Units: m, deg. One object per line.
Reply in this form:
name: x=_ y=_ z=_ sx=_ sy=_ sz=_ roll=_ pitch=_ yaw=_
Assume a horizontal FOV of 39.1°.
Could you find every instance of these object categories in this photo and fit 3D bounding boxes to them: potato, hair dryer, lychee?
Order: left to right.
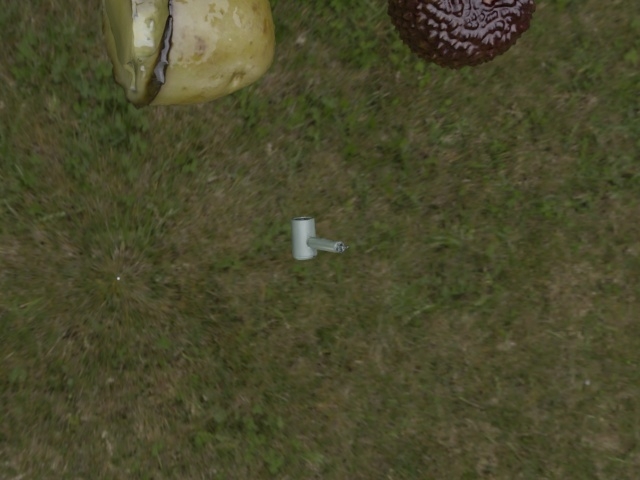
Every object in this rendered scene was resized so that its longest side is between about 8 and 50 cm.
potato: x=-0.173 y=-0.306 z=1.219 sx=0.243 sy=0.242 sz=0.285 roll=-17 pitch=59 yaw=-13
hair dryer: x=0.000 y=0.000 z=1.346 sx=0.038 sy=0.124 sz=0.063 roll=-12 pitch=103 yaw=-36
lychee: x=0.224 y=-0.407 z=1.521 sx=0.271 sy=0.271 sz=0.271 roll=1 pitch=88 yaw=-13
